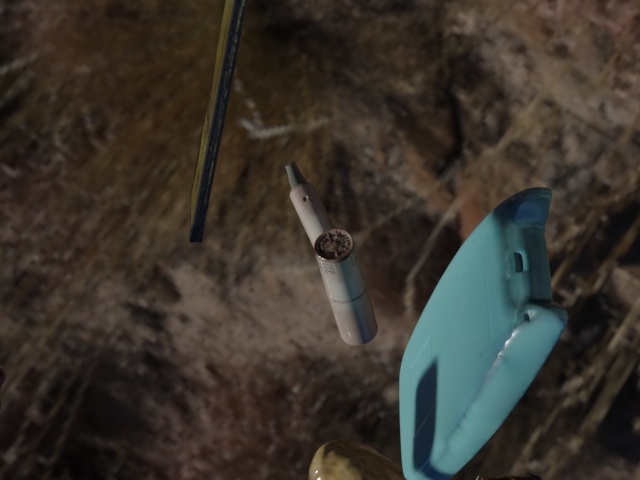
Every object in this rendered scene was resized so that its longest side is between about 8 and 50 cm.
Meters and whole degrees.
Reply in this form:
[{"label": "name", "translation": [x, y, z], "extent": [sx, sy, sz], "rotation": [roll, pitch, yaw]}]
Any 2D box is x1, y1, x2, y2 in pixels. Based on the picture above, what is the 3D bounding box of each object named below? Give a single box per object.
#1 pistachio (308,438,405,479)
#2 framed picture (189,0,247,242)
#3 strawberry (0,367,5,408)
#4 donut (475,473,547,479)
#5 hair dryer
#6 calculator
[{"label": "pistachio", "translation": [0.090, 0.428, 2.356], "extent": [0.162, 0.181, 0.293], "rotation": [-33, 115, 32]}, {"label": "framed picture", "translation": [-0.090, -0.184, 1.435], "extent": [0.014, 0.338, 0.255], "rotation": [10, -168, -7]}, {"label": "strawberry", "translation": [-0.351, 0.129, 1.267], "extent": [0.201, 0.187, 0.184], "rotation": [-32, 114, 26]}, {"label": "donut", "translation": [0.201, 0.341, 1.586], "extent": [0.216, 0.230, 0.096], "rotation": [1, -154, -13]}, {"label": "hair dryer", "translation": [0.001, 0.005, 1.967], "extent": [0.195, 0.054, 0.220], "rotation": [73, 170, -50]}, {"label": "calculator", "translation": [0.167, 0.126, 1.730], "extent": [0.054, 0.256, 0.386], "rotation": [13, 137, -14]}]
